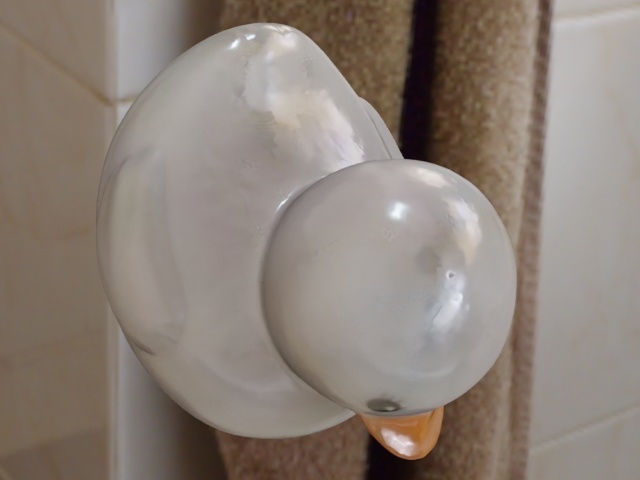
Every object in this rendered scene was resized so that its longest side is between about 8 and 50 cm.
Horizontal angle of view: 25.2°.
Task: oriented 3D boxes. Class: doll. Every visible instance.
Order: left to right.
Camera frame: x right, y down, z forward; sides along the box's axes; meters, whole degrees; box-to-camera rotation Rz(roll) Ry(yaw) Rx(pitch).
[{"bbox_3d":[0.000,0.000,0.768,0.221,0.251,0.221,-17,-4,-1],"label":"doll"}]
